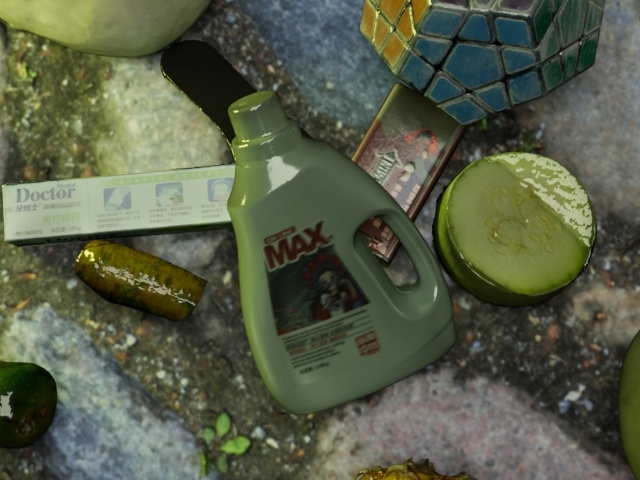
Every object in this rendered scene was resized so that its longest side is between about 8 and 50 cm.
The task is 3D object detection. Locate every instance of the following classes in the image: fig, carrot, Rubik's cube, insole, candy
[{"bbox_3d":[-0.437,0.206,1.797,0.177,0.117,0.117,13,82,15],"label":"fig"},{"bbox_3d":[-0.240,0.055,1.818,0.173,0.082,0.082,23,83,3],"label":"carrot"},{"bbox_3d":[0.207,-0.304,1.749,0.319,0.319,0.264,10,47,4],"label":"Rubik's cube"},{"bbox_3d":[-0.094,-0.148,1.833,0.119,0.009,0.348,-32,67,-25],"label":"insole"},{"bbox_3d":[-0.339,-0.457,1.858,0.427,0.186,0.386,10,86,9],"label":"candy"}]

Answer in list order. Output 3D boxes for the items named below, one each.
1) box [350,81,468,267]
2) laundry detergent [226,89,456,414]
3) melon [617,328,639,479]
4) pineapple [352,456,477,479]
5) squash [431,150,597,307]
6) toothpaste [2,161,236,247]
[{"bbox_3d":[0.096,-0.088,1.829,0.120,0.069,0.224,28,83,7],"label":"box"},{"bbox_3d":[0.000,0.000,1.706,0.264,0.125,0.398,-20,110,1],"label":"laundry detergent"},{"bbox_3d":[0.491,0.224,1.669,0.272,0.272,0.308,-35,59,-3],"label":"melon"},{"bbox_3d":[0.109,0.335,1.708,0.334,0.158,0.161,-2,63,10],"label":"pineapple"},{"bbox_3d":[0.257,-0.025,1.787,0.220,0.133,0.220,0,76,0],"label":"squash"},{"bbox_3d":[-0.254,-0.048,1.841,0.336,0.067,0.081,-5,82,2],"label":"toothpaste"}]
